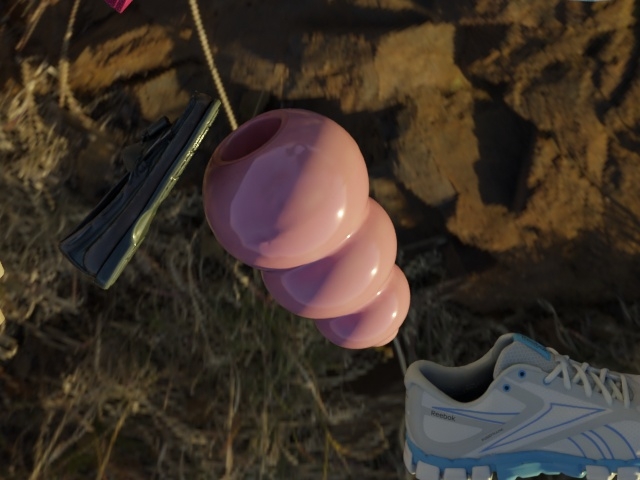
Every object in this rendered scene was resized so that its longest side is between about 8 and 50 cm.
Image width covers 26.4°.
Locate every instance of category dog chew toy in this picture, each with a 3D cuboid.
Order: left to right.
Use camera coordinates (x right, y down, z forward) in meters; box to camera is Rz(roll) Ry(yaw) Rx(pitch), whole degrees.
[{"bbox_3d":[0.000,0.000,1.690,0.206,0.206,0.332,-31,116,8],"label":"dog chew toy"}]

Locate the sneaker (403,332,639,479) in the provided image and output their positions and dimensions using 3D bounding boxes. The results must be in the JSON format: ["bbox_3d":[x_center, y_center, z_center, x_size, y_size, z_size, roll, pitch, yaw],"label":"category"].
[{"bbox_3d":[0.137,0.091,0.786,0.190,0.071,0.083,-7,114,8],"label":"sneaker"}]

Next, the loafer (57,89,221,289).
[{"bbox_3d":[-0.215,-0.068,1.589,0.084,0.096,0.267,33,103,-3],"label":"loafer"}]

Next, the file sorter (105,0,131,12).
[{"bbox_3d":[-0.136,-0.326,0.928,0.202,0.290,0.182,41,74,-8],"label":"file sorter"}]

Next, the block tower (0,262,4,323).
[{"bbox_3d":[-0.344,0.102,0.879,0.097,0.335,0.091,3,126,35],"label":"block tower"}]
